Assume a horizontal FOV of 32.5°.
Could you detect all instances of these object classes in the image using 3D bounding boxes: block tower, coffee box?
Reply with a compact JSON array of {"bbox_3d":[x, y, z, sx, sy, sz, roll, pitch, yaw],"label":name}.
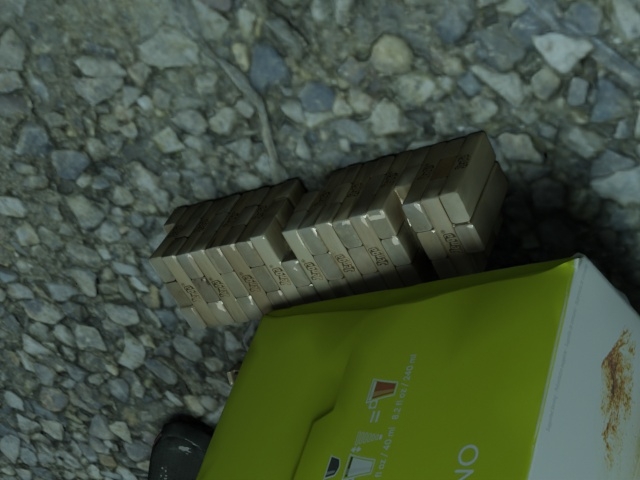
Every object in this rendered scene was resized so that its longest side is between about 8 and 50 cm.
[{"bbox_3d":[0.000,0.000,0.980,0.335,0.097,0.091,-12,121,33],"label":"block tower"},{"bbox_3d":[0.115,0.258,0.872,0.338,0.338,0.334,-13,135,43],"label":"coffee box"}]

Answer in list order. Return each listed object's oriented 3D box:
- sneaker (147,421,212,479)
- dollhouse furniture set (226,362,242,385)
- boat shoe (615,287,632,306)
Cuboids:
[{"bbox_3d":[-0.181,0.357,1.317,0.106,0.163,0.281,17,133,11],"label":"sneaker"},{"bbox_3d":[-0.048,0.194,1.174,0.114,0.081,0.091,5,130,21],"label":"dollhouse furniture set"},{"bbox_3d":[0.224,0.111,0.992,0.075,0.083,0.226,25,147,-11],"label":"boat shoe"}]
